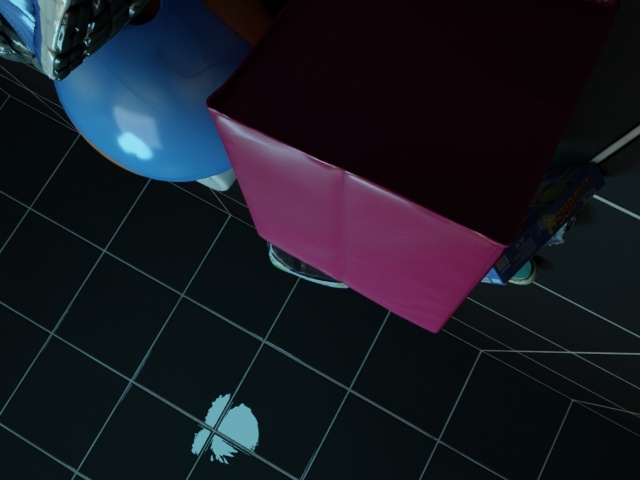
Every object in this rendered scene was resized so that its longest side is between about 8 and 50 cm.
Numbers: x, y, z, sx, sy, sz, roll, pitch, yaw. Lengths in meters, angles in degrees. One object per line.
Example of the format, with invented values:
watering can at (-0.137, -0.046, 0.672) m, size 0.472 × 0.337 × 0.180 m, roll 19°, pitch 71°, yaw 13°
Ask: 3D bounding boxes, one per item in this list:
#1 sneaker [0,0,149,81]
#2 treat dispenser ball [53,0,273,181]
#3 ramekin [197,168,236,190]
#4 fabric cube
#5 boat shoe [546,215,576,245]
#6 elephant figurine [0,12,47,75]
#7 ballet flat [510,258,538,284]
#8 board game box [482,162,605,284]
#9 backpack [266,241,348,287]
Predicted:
sneaker at (-0.205, -0.231, 0.353) m, size 0.147 × 0.130 × 0.330 m, roll 42°, pitch 162°, yaw -10°
treat dispenser ball at (-0.191, -0.220, 0.664) m, size 0.288 × 0.288 × 0.288 m, roll 28°, pitch 170°, yaw 5°
ramekin at (-0.323, -0.249, 1.351) m, size 0.277 × 0.135 × 0.277 m, roll 28°, pitch 170°, yaw 6°
fabric cube at (0.080, -0.099, 0.516) m, size 0.259 × 0.254 × 0.258 m, roll 28°, pitch 162°, yaw 13°
boat shoe at (0.355, -0.012, 0.821) m, size 0.083 × 0.065 × 0.183 m, roll 25°, pitch 169°, yaw 28°
elephant figurine at (-0.611, -0.447, 1.168) m, size 0.239 × 0.169 × 0.186 m, roll 16°, pitch -156°, yaw -18°
ballet flat at (0.341, 0.036, 1.097) m, size 0.248 × 0.086 × 0.086 m, roll 22°, pitch 168°, yaw 31°
board game box at (0.250, -0.024, 0.668) m, size 0.035 × 0.201 × 0.136 m, roll 54°, pitch 164°, yaw -14°
backpack at (0.000, 0.000, 1.362) m, size 0.290 × 0.273 × 0.355 m, roll 16°, pitch -159°, yaw -6°
